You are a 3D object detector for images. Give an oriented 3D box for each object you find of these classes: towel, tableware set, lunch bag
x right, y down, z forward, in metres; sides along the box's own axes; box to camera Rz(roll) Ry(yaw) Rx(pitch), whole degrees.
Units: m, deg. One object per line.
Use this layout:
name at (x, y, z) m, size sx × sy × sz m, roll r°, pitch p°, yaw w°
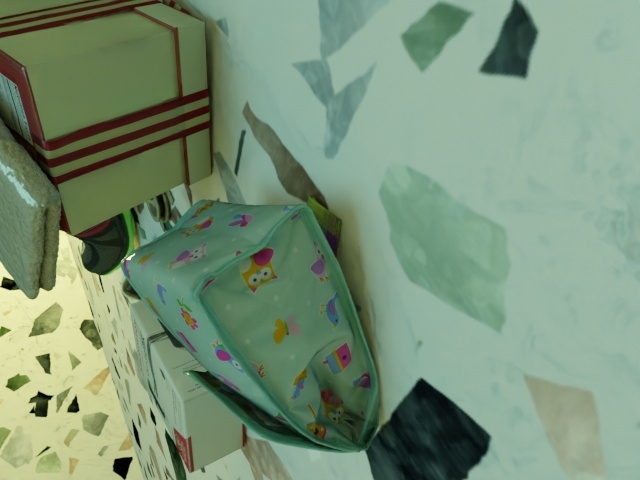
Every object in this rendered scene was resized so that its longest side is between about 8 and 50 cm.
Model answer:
towel at (-0.391, -0.050, 0.646) m, size 0.187 × 0.049 × 0.282 m, roll 50°, pitch 141°, yaw 4°
towel at (0.000, 0.000, 0.545) m, size 0.060 × 0.009 × 0.083 m, roll 40°, pitch 135°, yaw 44°
tableware set at (-0.300, -0.027, 0.987) m, size 0.194 × 0.039 × 0.128 m, roll 63°, pitch 148°, yaw 16°
lunch bag at (-0.064, 0.098, 0.556) m, size 0.223 × 0.160 × 0.262 m, roll 10°, pitch 133°, yaw 53°

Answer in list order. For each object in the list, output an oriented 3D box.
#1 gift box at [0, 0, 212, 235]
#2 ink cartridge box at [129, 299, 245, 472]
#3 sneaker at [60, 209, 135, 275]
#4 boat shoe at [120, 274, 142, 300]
gift box at (-0.302, -0.208, 0.683) m, size 0.276 × 0.258 × 0.255 m, roll 37°, pitch 138°, yaw 23°
ink cartridge box at (-0.252, 0.249, 0.970) m, size 0.273 × 0.114 × 0.197 m, roll 42°, pitch 138°, yaw 42°
sneaker at (-0.538, -0.086, 1.183) m, size 0.185 × 0.202 × 0.483 m, roll 57°, pitch 145°, yaw 27°
boat shoe at (-0.387, 0.087, 1.128) m, size 0.277 × 0.096 × 0.098 m, roll -14°, pitch 93°, yaw 60°
